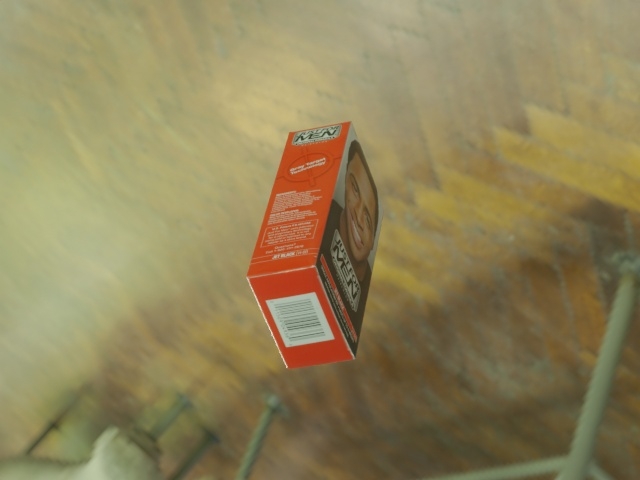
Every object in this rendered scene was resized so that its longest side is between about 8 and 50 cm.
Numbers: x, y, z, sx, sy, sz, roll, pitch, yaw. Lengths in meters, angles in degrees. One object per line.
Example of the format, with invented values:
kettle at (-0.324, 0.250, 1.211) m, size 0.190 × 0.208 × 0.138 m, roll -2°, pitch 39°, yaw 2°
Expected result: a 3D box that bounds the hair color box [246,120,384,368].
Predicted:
hair color box at (0.000, 0.000, 0.847) m, size 0.043 × 0.141 × 0.072 m, roll -10°, pitch 126°, yaw 17°
